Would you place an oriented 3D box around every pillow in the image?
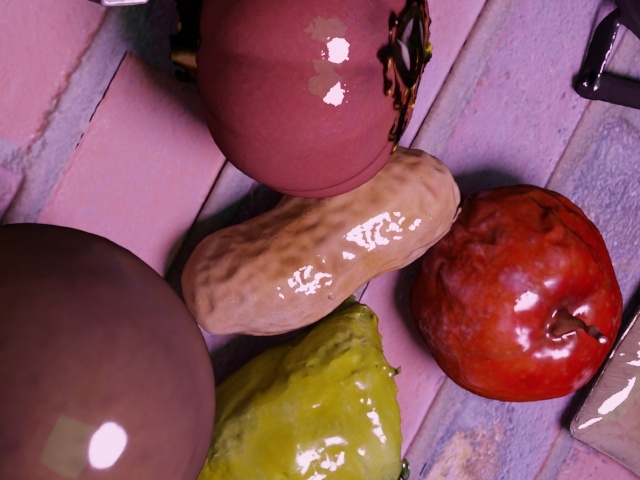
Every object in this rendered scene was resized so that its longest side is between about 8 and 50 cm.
[{"bbox_3d":[0.432,0.142,2.106,0.185,0.075,0.302,32,87,-34],"label":"pillow"}]

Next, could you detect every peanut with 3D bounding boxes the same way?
[{"bbox_3d":[0.000,0.000,1.787,0.313,0.149,0.149,-34,117,-14],"label":"peanut"}]

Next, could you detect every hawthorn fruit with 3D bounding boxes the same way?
[{"bbox_3d":[0.227,0.069,1.855,0.242,0.272,0.241,-7,111,-19],"label":"hawthorn fruit"}]

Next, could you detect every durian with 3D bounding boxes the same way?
[{"bbox_3d":[-0.042,0.243,1.790,0.340,0.204,0.255,-32,129,-22],"label":"durian"}]

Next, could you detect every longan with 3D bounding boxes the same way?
[{"bbox_3d":[-0.276,0.156,1.543,0.361,0.361,0.360,-8,107,-28],"label":"longan"}]

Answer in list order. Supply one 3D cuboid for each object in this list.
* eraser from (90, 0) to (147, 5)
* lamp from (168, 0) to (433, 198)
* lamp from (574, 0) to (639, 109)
[{"bbox_3d":[-0.214,-0.266,1.546,0.046,0.212,0.091,-8,106,-26],"label":"eraser"},{"bbox_3d":[-0.022,-0.192,1.660,0.305,0.240,0.305,7,90,-75],"label":"lamp"},{"bbox_3d":[0.461,-0.305,1.887,0.205,0.272,0.374,10,98,-30],"label":"lamp"}]
